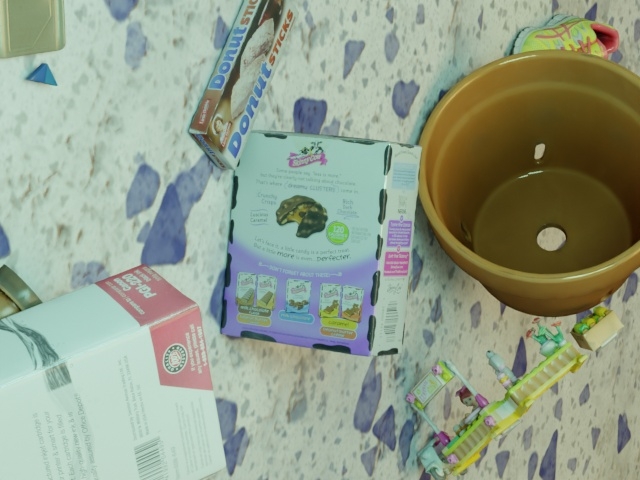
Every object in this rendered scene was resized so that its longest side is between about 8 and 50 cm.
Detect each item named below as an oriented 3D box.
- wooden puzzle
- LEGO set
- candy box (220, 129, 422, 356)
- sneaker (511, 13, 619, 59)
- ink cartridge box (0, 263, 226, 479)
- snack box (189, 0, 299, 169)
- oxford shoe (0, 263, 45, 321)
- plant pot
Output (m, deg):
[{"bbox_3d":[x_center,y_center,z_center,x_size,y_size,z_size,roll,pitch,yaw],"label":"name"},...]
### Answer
[{"bbox_3d":[-0.227,-0.178,1.295,0.078,0.014,0.116,-6,101,-54],"label":"wooden puzzle"},{"bbox_3d":[0.200,0.154,1.901,0.287,0.107,0.132,-46,166,19],"label":"LEGO set"},{"bbox_3d":[0.000,0.000,1.562,0.070,0.165,0.196,0,96,-60],"label":"candy box"},{"bbox_3d":[0.307,-0.233,2.098,0.208,0.094,0.081,-41,132,-46],"label":"sneaker"},{"bbox_3d":[-0.193,0.133,1.247,0.218,0.092,0.158,-23,124,-26],"label":"ink cartridge box"},{"bbox_3d":[-0.069,-0.157,1.552,0.064,0.022,0.178,52,52,-52],"label":"snack box"},{"bbox_3d":[-0.223,0.112,1.323,0.076,0.076,0.212,-43,132,-15],"label":"oxford shoe"},{"bbox_3d":[0.263,-0.043,1.911,0.203,0.291,0.291,71,37,-62],"label":"plant pot"}]
